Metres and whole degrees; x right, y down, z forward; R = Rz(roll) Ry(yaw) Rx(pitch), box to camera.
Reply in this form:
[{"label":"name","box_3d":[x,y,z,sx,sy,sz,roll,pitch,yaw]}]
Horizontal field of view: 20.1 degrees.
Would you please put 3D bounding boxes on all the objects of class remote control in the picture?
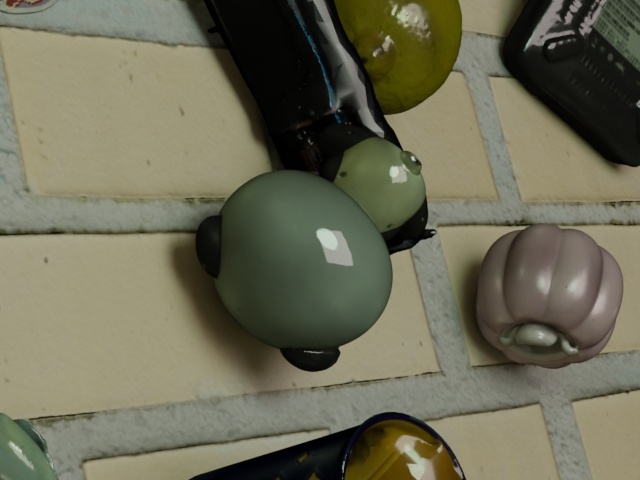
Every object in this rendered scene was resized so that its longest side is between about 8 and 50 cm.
[{"label":"remote control","box_3d":[-0.016,-0.156,1.943,0.399,0.144,0.062,63,26,-10]}]

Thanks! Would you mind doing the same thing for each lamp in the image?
[{"label":"lamp","box_3d":[0.000,0.000,1.838,0.244,0.197,0.198,-46,110,-26]}]

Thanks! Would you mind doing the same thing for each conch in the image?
[{"label":"conch","box_3d":[-0.273,0.189,1.560,0.180,0.088,0.065,43,88,-10]}]

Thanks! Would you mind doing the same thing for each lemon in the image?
[{"label":"lemon","box_3d":[0.072,-0.243,2.053,0.184,0.184,0.248,53,32,-18]}]

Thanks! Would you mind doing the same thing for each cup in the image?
[{"label":"cup","box_3d":[-0.016,0.305,1.635,0.178,0.256,0.255,33,50,-35]}]

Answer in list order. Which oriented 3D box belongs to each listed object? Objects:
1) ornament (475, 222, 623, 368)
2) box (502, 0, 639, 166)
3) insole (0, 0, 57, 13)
[{"label":"ornament","box_3d":[0.268,0.073,2.137,0.177,0.177,0.178,23,57,-41]},{"label":"box","box_3d":[0.402,-0.281,2.451,0.290,0.073,0.289,38,77,-32]},{"label":"insole","box_3d":[-0.269,-0.267,1.807,0.197,0.004,0.065,-31,97,-50]}]
